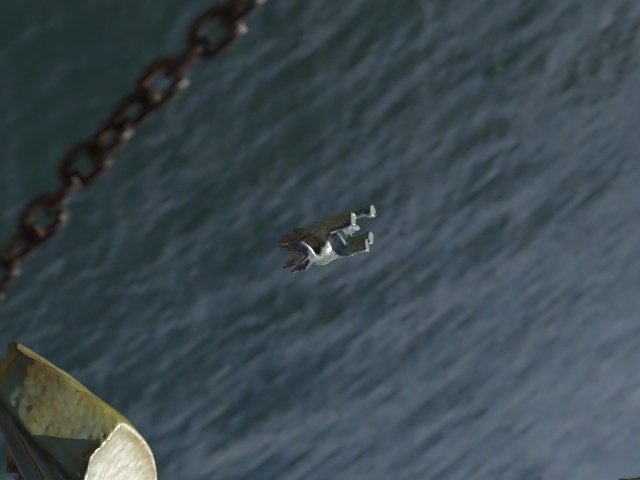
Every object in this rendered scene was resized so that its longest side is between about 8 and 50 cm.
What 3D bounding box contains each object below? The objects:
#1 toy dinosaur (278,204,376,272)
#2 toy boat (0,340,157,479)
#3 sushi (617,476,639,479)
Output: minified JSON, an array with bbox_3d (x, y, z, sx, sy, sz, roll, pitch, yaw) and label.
[{"bbox_3d":[0.001,0.002,1.662,0.082,0.039,0.209,-16,-178,13],"label":"toy dinosaur"},{"bbox_3d":[-0.129,0.109,0.946,0.065,0.066,0.172,-60,158,-25],"label":"toy boat"},{"bbox_3d":[0.293,0.385,1.568,0.396,0.240,0.351,-1,118,-38],"label":"sushi"}]
